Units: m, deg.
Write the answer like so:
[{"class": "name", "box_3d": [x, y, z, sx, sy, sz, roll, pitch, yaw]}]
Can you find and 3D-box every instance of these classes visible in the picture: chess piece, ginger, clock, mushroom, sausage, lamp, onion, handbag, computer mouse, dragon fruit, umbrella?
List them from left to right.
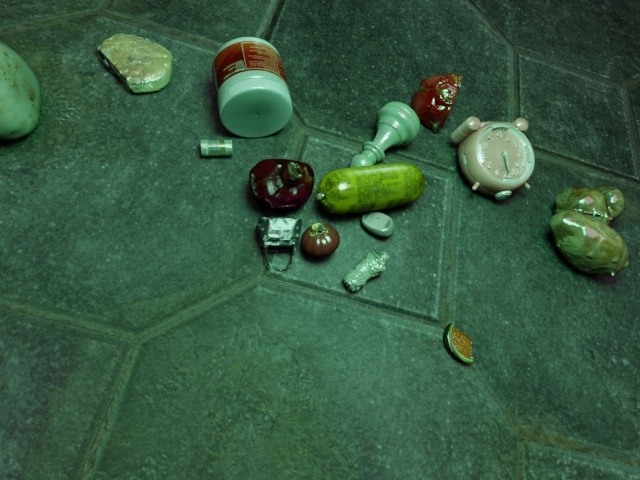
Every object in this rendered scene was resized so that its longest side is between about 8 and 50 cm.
[{"class": "mushroom", "box_3d": [-0.806, -0.349, 0.969, 0.243, 0.243, 0.244, 5, 64, -11]}, {"class": "handbag", "box_3d": [-0.101, 0.010, 1.032, 0.115, 0.072, 0.139, 0, 70, -15]}, {"class": "onion", "box_3d": [-0.090, -0.139, 1.043, 0.173, 0.198, 0.135, -4, 96, -18]}, {"class": "lamp", "box_3d": [0.000, 0.000, 1.049, 0.101, 0.090, 0.101, -8, 38, 6]}, {"class": "umbrella", "box_3d": [0.119, 0.074, 1.057, 0.143, 0.062, 0.067, -34, 45, -18]}, {"class": "sausage", "box_3d": [0.143, -0.144, 1.123, 0.347, 0.123, 0.123, -9, 67, -22]}, {"class": "chess piece", "box_3d": [0.164, -0.271, 1.207, 0.139, 0.139, 0.272, 39, 74, 7]}, {"class": "computer mouse", "box_3d": [0.159, -0.043, 1.133, 0.096, 0.039, 0.066, 24, 60, 20]}, {"class": "dragon fruit", "box_3d": [0.368, -0.453, 1.315, 0.120, 0.161, 0.127, 21, 51, -4]}, {"class": "clock", "box_3d": [0.531, -0.241, 1.267, 0.227, 0.142, 0.241, -4, 76, -14]}, {"class": "ginger", "box_3d": [0.796, -0.055, 1.219, 0.244, 0.155, 0.304, 25, 63, 1]}]

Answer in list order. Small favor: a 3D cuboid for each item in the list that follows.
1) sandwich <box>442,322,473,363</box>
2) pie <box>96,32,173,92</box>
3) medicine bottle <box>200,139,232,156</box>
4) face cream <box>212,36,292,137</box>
[{"class": "sandwich", "box_3d": [0.350, 0.266, 1.040, 0.101, 0.026, 0.069, 39, 59, 3]}, {"class": "pie", "box_3d": [-0.522, -0.522, 1.195, 0.185, 0.052, 0.218, -36, 75, -23]}, {"class": "medicine bottle", "box_3d": [-0.284, -0.253, 1.126, 0.083, 0.047, 0.047, -4, 66, -15]}, {"class": "face cream", "box_3d": [-0.190, -0.419, 1.139, 0.201, 0.201, 0.187, -7, 67, -16]}]
